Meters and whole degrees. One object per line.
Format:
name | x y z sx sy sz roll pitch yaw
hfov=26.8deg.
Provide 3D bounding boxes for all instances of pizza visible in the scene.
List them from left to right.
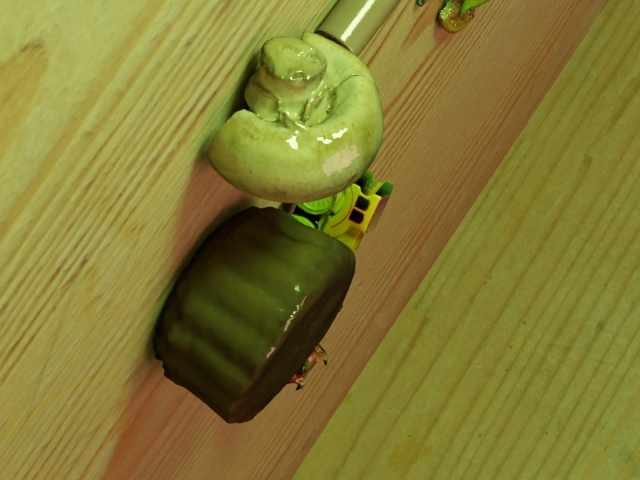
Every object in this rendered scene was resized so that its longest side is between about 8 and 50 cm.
pizza | 0.258 -0.424 2.452 0.099 0.035 0.160 -62 166 14

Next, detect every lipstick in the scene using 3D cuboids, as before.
lipstick | 0.090 -0.367 1.899 0.254 0.070 0.070 -55 166 -15

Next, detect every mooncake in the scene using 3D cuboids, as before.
mooncake | -0.100 0.105 2.009 0.324 0.187 0.324 -52 166 -18

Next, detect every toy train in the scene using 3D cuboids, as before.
toy train | 0.000 0.000 2.199 0.296 0.160 0.100 -65 172 25

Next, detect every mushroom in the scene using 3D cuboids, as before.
mushroom | -0.010 -0.159 1.751 0.254 0.189 0.195 -59 170 -36

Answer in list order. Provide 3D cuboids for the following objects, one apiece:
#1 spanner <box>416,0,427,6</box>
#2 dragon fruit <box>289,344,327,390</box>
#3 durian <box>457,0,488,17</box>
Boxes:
spanner | 0.251 -0.480 2.233 0.254 0.015 0.054 -46 -171 -6
dragon fruit | -0.056 0.164 2.437 0.137 0.135 0.236 -19 121 -61
durian | 0.322 -0.505 2.362 0.250 0.101 0.139 -58 168 -18
